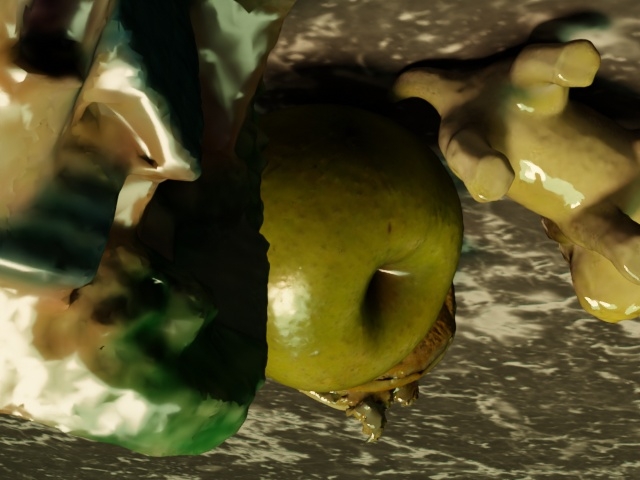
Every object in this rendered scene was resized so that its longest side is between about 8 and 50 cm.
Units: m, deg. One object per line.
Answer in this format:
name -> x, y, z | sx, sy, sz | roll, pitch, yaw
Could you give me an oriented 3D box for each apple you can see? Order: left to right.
apple -> 0.000, 0.000, 0.940 | 0.157, 0.196, 0.196 | 28, 166, 32

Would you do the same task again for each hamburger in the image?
hamburger -> 0.029, 0.070, 1.100 | 0.159, 0.185, 0.131 | 2, 155, -20

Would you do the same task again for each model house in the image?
model house -> -0.094, -0.113, 0.618 | 0.245, 0.312, 0.280 | 21, 116, -14

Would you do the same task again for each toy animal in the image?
toy animal -> 0.165, -0.034, 0.887 | 0.233, 0.121, 0.168 | 33, 176, -25
